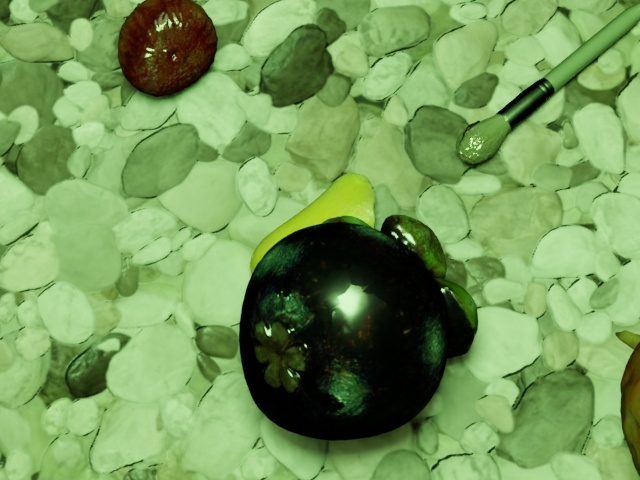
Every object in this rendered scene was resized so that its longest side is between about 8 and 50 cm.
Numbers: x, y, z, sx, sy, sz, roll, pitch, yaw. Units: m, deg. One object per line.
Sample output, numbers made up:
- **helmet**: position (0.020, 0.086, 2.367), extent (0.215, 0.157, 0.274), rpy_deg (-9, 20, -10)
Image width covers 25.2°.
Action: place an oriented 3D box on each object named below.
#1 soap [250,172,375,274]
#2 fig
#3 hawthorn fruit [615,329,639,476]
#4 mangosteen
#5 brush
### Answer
- **soap**: position (0.000, 0.000, 1.560), extent (0.168, 0.033, 0.089), rpy_deg (-38, 69, -12)
- **fig**: position (-0.187, -0.246, 1.649), extent (0.119, 0.119, 0.153), rpy_deg (-24, 66, -6)
- **hawthorn fruit**: position (0.399, 0.156, 1.339), extent (0.298, 0.277, 0.277), rpy_deg (30, 70, 38)
- **mangosteen**: position (0.036, 0.081, 1.433), extent (0.243, 0.243, 0.243), rpy_deg (-2, 65, 5)
- **brush**: position (0.264, -0.185, 1.618), extent (0.299, 0.039, 0.042), rpy_deg (-41, 67, -14)
